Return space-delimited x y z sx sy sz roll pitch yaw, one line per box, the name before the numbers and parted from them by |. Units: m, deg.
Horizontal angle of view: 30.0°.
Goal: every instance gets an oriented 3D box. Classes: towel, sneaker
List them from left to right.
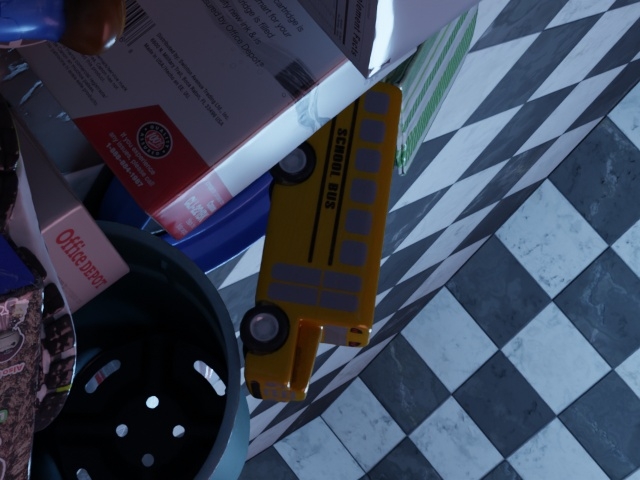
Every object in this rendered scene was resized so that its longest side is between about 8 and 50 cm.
sneaker | -0.258 0.009 0.934 0.111 0.300 0.121 -9 -167 -11
towel | 0.143 -0.236 1.549 0.248 0.038 0.325 -61 168 -11

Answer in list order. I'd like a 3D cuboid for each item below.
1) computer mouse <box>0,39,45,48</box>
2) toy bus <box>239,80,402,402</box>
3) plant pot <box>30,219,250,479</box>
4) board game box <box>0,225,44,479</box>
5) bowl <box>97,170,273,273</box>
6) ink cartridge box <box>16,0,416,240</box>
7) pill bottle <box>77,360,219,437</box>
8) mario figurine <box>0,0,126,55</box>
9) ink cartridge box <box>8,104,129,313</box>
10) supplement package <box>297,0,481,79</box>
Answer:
computer mouse | -0.260 -0.167 0.845 0.193 0.042 0.106 -16 148 -47
toy bus | 0.000 0.000 1.239 0.108 0.130 0.333 95 3 -72
plant pot | -0.226 0.189 1.331 0.341 0.341 0.334 -39 162 -5
board game box | -0.299 0.091 0.768 0.141 0.232 0.291 -16 135 -35
bowl | -0.099 -0.090 1.438 0.391 0.077 0.391 -37 166 -11
ink cartridge box | -0.081 -0.165 0.988 0.273 0.197 0.114 -39 168 -2
pill bottle | -0.274 0.189 1.678 0.161 0.161 0.283 -49 164 32
mario figurine | -0.236 -0.141 0.675 0.320 0.198 0.170 -28 170 -46
ink cartridge box | -0.349 0.045 1.090 0.306 0.131 0.226 -36 165 -8
supplement package | 0.012 -0.261 0.829 0.134 0.244 0.139 -37 167 -13
